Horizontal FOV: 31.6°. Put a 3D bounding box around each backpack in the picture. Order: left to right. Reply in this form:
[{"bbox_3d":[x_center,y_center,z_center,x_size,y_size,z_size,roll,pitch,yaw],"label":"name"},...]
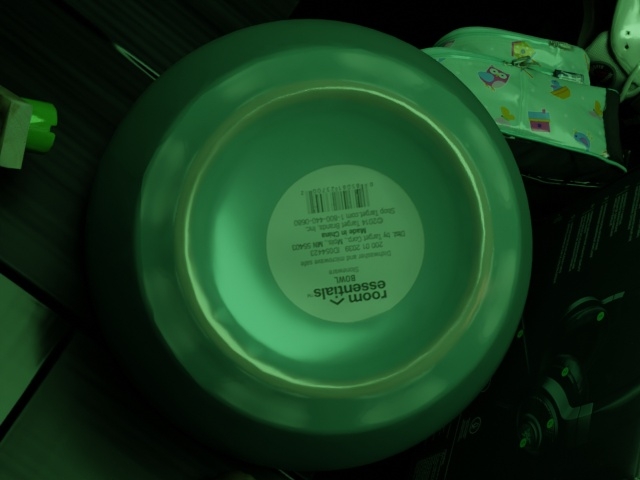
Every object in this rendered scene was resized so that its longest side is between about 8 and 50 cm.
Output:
[{"bbox_3d":[0.123,-0.081,0.889,0.188,0.166,0.144,6,64,-19],"label":"backpack"}]

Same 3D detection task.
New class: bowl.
[{"bbox_3d":[0.000,0.000,0.703,0.312,0.163,0.311,0,88,-4],"label":"bowl"}]

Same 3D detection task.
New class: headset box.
[{"bbox_3d":[0.199,0.099,0.784,0.131,0.283,0.246,29,57,-16],"label":"headset box"}]

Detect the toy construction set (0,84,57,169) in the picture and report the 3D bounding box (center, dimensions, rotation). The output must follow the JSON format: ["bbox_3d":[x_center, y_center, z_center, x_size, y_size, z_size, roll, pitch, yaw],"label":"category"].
[{"bbox_3d":[-0.237,-0.149,0.642,0.237,0.309,0.257,17,70,-29],"label":"toy construction set"}]

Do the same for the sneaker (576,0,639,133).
[{"bbox_3d":[0.316,-0.150,1.075,0.146,0.122,0.330,-17,80,-16],"label":"sneaker"}]

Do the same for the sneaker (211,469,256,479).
[{"bbox_3d":[-0.112,0.199,0.694,0.071,0.066,0.188,45,54,-5],"label":"sneaker"}]
